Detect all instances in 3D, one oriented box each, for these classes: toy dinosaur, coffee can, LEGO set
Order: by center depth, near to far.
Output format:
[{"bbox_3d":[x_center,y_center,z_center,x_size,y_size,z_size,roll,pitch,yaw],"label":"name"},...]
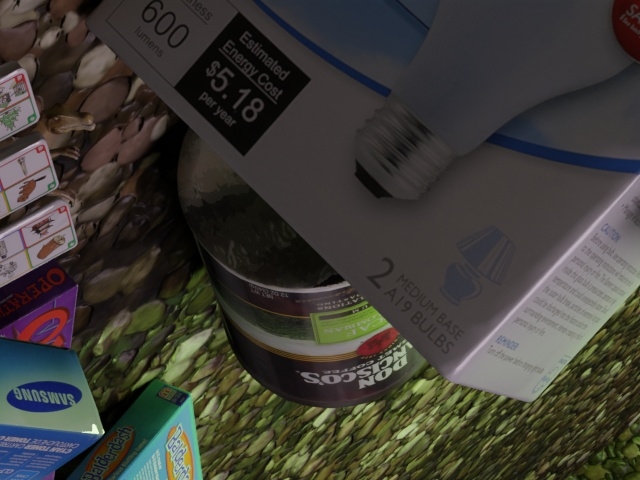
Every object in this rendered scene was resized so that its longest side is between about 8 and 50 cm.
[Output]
[{"bbox_3d":[-0.285,-0.006,1.117,0.244,0.060,0.182,-31,146,-17],"label":"LEGO set"},{"bbox_3d":[-0.228,-0.037,1.189,0.183,0.053,0.092,-33,142,3],"label":"toy dinosaur"},{"bbox_3d":[0.000,0.000,1.451,0.201,0.201,0.275,-40,158,-12],"label":"coffee can"}]

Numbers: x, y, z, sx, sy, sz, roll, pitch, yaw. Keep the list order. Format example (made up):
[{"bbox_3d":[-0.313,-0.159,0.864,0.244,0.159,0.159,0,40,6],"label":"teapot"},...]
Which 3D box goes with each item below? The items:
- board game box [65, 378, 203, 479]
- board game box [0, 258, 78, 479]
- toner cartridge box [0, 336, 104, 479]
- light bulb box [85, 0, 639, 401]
[{"bbox_3d":[-0.190,0.258,1.663,0.210,0.047,0.160,-49,148,-39],"label":"board game box"},{"bbox_3d":[-0.301,0.168,1.423,0.208,0.056,0.347,-37,158,-32],"label":"board game box"},{"bbox_3d":[-0.315,0.121,1.130,0.165,0.075,0.348,-34,155,23],"label":"toner cartridge box"},{"bbox_3d":[0.113,-0.145,1.167,0.361,0.358,0.225,-49,161,7],"label":"light bulb box"}]
